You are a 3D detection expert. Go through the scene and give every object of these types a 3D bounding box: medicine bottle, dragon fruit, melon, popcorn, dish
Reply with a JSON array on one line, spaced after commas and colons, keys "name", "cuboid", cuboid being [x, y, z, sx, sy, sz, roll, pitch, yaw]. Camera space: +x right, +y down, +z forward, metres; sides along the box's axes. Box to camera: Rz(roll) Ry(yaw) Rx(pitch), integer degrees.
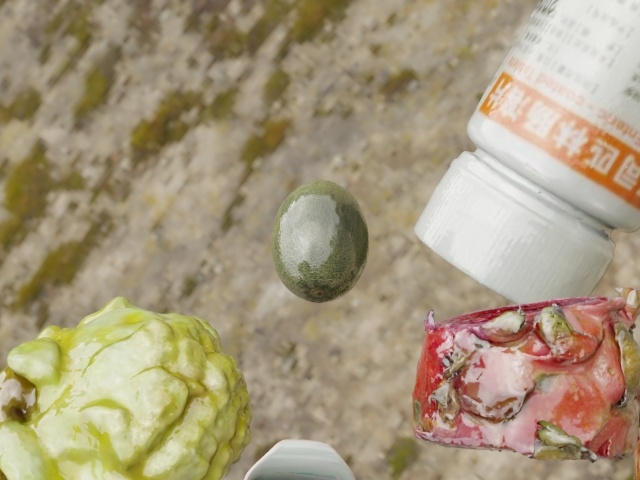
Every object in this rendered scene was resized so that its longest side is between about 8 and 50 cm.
[{"name": "medicine bottle", "cuboid": [0.268, -0.117, 1.674, 0.371, 0.211, 0.211, -59, 39, 7]}, {"name": "dragon fruit", "cuboid": [0.185, 0.108, 1.394, 0.282, 0.211, 0.147, 147, 126, -83]}, {"name": "melon", "cuboid": [0.000, 0.000, 1.603, 0.098, 0.098, 0.130, -23, 43, 32]}, {"name": "popcorn", "cuboid": [-0.166, 0.147, 1.359, 0.255, 0.195, 0.256, -31, 20, -33]}, {"name": "dish", "cuboid": [-0.039, 0.371, 2.161, 0.064, 0.154, 0.234, -137, 55, -74]}]

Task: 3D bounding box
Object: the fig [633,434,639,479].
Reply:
[{"name": "fig", "cuboid": [0.399, 0.248, 1.780, 0.150, 0.128, 0.128, -40, 41, 11]}]
